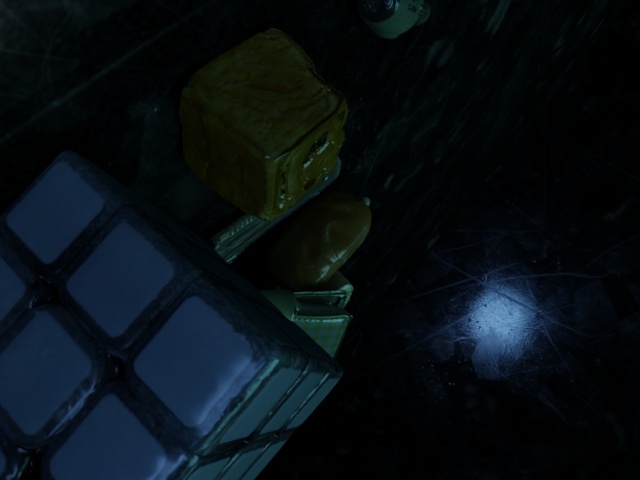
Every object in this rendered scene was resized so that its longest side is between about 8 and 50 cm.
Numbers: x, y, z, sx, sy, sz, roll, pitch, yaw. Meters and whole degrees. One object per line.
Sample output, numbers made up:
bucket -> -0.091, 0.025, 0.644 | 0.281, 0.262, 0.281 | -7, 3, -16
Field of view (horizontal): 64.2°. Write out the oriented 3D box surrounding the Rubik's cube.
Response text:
Rubik's cube -> -0.196, 0.147, 0.541 | 0.303, 0.305, 0.301 | -50, 162, -6

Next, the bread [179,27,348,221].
bread -> -0.062, -0.127, 0.589 | 0.158, 0.143, 0.149 | -38, 163, -32

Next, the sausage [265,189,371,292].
sausage -> 0.000, 0.000, 0.988 | 0.241, 0.136, 0.120 | -51, 155, -14

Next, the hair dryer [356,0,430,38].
hair dryer -> 0.127, -0.375, 0.699 | 0.224, 0.088, 0.219 | -69, 166, 6

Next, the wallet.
wallet -> -0.114, 0.176, 0.911 | 0.310, 0.077, 0.223 | 4, 131, -23

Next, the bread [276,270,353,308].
bread -> -0.013, 0.100, 1.064 | 0.060, 0.178, 0.139 | 26, 106, -38

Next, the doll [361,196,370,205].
doll -> 0.070, -0.049, 1.157 | 0.135, 0.071, 0.113 | -47, 169, -24

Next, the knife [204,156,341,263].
knife -> -0.086, -0.043, 0.847 | 0.365, 0.043, 0.089 | -42, 159, -30
